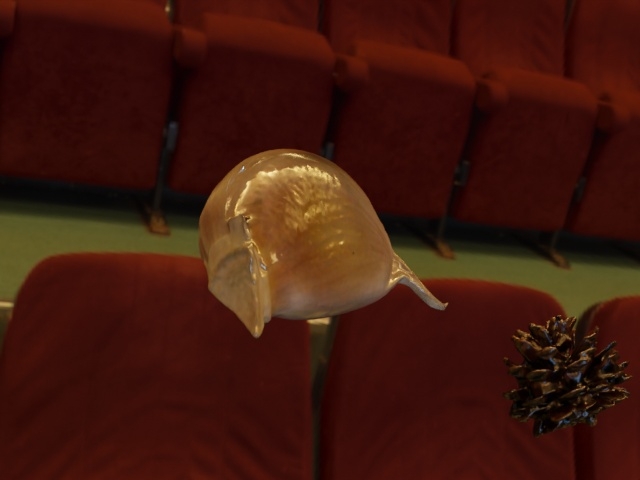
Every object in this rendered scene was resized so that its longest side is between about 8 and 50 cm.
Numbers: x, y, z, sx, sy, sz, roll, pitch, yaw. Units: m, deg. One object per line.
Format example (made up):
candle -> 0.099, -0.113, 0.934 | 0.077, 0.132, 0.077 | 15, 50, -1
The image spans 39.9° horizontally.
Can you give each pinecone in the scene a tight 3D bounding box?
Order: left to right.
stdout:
pinecone -> 0.253, 0.142, 0.933 | 0.140, 0.121, 0.140 | -16, -18, -5

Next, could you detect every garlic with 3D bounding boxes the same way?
garlic -> 0.003, -0.003, 0.755 | 0.266, 0.149, 0.128 | -2, -3, -40
